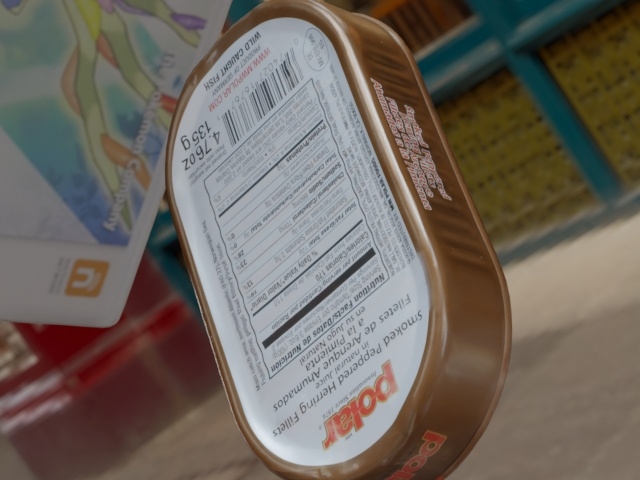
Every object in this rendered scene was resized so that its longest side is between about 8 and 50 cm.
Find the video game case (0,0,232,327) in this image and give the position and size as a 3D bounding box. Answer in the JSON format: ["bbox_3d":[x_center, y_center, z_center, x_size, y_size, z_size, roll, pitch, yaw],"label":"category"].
[{"bbox_3d":[-0.164,-0.119,0.727,0.300,0.036,0.329,6,-66,-37],"label":"video game case"}]

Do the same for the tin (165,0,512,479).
[{"bbox_3d":[0.000,0.000,0.631,0.040,0.190,0.106,12,-45,-41],"label":"tin"}]
